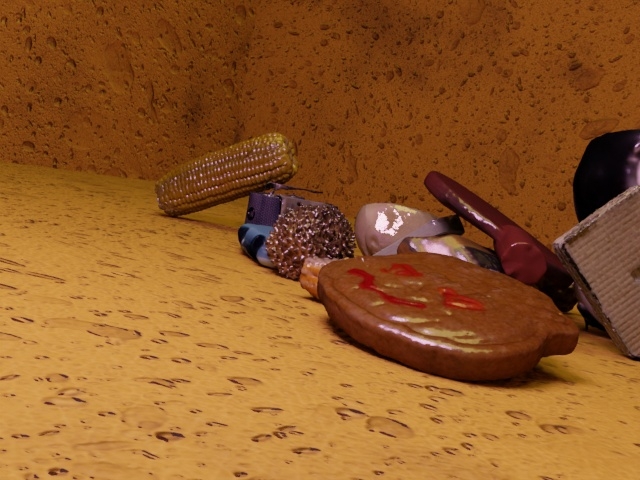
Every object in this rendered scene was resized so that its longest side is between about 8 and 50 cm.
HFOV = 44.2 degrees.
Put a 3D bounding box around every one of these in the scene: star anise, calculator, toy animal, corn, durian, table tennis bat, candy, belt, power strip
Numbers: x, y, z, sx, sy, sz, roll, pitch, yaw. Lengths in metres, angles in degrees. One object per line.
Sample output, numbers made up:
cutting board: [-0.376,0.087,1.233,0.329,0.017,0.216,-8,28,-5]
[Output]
star anise: [0.385,0.067,1.388,0.212,0.111,0.196,18,9,-9]
calculator: [-0.053,0.014,1.374,0.172,0.051,0.293,8,6,-15]
toy animal: [0.504,0.003,1.202,0.250,0.310,0.251,8,-5,1]
corn: [-0.219,-0.149,1.807,0.344,0.131,0.131,-16,-2,14]
durian: [0.000,0.000,1.198,0.148,0.091,0.189,-7,50,-30]
table tennis bat: [0.266,-0.011,1.141,0.268,0.051,0.415,35,12,-2]
candy: [0.231,0.064,1.101,0.271,0.101,0.143,11,34,-44]
belt: [-0.062,-0.058,1.769,0.230,0.126,0.139,8,4,-41]
power strip: [0.133,0.019,1.255,0.226,0.029,0.080,-32,-18,38]

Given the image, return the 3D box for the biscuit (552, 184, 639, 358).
biscuit: [0.428,0.062,1.040,0.250,0.147,0.046,55,-7,-6]

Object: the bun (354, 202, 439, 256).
bun: [0.152,0.003,1.555,0.178,0.128,0.193,11,-7,5]

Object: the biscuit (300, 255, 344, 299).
biscuit: [0.111,0.062,1.144,0.094,0.054,0.378,14,6,35]

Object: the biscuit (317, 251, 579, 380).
biscuit: [0.131,0.067,0.848,0.257,0.049,0.273,-5,22,-34]
